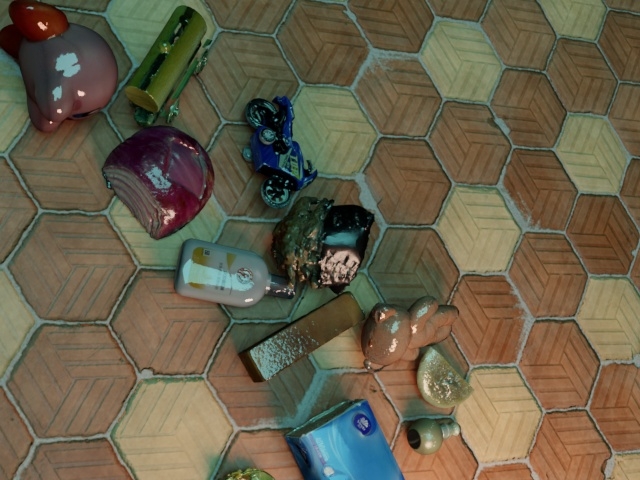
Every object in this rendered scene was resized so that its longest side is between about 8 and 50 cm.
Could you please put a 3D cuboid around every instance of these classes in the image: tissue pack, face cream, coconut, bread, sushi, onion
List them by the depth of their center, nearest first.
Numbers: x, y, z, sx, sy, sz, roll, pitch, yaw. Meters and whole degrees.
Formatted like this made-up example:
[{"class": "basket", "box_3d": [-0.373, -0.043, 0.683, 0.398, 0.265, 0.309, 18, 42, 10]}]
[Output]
[{"class": "coconut", "box_3d": [-0.177, 0.586, 1.679, 0.158, 0.055, 0.133, -37, 91, -25]}, {"class": "tissue pack", "box_3d": [0.066, 0.532, 1.732, 0.198, 0.146, 0.263, -25, 88, -24]}, {"class": "onion", "box_3d": [-0.366, -0.164, 1.743, 0.247, 0.111, 0.250, -41, 93, -21]}, {"class": "face cream", "box_3d": [-0.201, 0.090, 1.768, 0.291, 0.071, 0.143, 15, 74, -18]}, {"class": "sushi", "box_3d": [-0.005, -0.002, 1.778, 0.219, 0.238, 0.224, 19, 108, -8]}, {"class": "bread", "box_3d": [0.311, 0.374, 1.896, 0.112, 0.036, 0.193, -47, 112, -8]}]

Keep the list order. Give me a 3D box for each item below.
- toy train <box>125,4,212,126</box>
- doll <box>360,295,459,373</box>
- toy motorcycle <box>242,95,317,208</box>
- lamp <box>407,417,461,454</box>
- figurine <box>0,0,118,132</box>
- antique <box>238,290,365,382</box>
[{"class": "toy train", "box_3d": [-0.352, -0.413, 1.755, 0.126, 0.189, 0.307, 30, 69, -10]}, {"class": "doll", "box_3d": [0.216, 0.215, 1.876, 0.303, 0.156, 0.201, -9, 122, -41]}, {"class": "toy motorcycle", "box_3d": [-0.098, -0.226, 1.858, 0.169, 0.113, 0.315, -1, 71, -31]}, {"class": "lamp", "box_3d": [0.297, 0.492, 1.868, 0.163, 0.091, 0.090, 0, 78, -36]}, {"class": "figurine", "box_3d": [-0.569, -0.396, 1.651, 0.211, 0.270, 0.261, -21, 95, -29]}, {"class": "antique", "box_3d": [-0.041, 0.231, 1.785, 0.310, 0.093, 0.087, -29, 90, -23]}]
